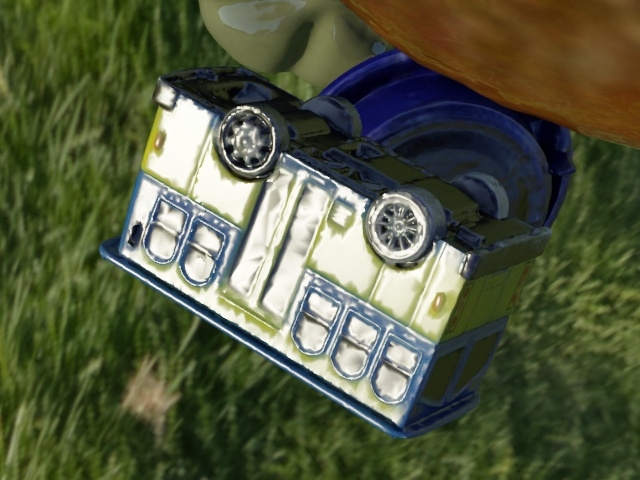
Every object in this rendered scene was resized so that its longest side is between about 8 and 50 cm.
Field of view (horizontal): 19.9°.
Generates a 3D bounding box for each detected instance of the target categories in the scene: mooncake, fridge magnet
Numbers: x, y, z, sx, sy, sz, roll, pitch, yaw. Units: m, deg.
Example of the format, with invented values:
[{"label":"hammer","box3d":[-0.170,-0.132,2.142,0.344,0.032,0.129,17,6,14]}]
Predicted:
[{"label":"mooncake","box3d":[0.006,-0.262,1.685,0.275,0.275,0.135,10,44,-11]},{"label":"fridge magnet","box3d":[0.092,-0.047,1.576,0.265,0.265,0.112,1,32,-14]}]

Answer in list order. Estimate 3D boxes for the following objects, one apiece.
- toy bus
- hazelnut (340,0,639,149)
[{"label":"toy bus","box3d":[0.000,0.000,1.323,0.288,0.138,0.175,30,112,23]},{"label":"hazelnut","box3d":[0.150,-0.205,0.660,0.409,0.359,0.359,15,71,9]}]
